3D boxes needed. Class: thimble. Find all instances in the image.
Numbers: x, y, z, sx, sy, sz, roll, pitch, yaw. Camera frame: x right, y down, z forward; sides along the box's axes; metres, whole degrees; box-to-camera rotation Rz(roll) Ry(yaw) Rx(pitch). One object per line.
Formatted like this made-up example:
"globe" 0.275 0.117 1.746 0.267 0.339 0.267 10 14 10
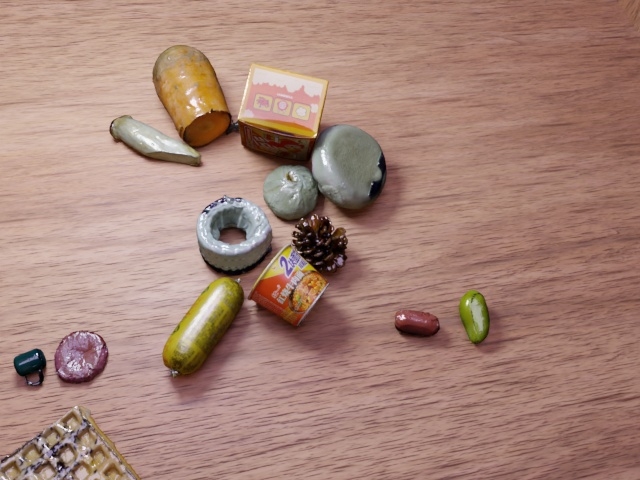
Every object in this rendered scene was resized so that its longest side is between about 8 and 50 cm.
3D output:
"thimble" -0.264 -0.014 1.816 0.237 0.150 0.238 4 59 -6

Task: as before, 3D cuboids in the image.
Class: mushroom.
"mushroom" -0.572 -0.334 2.010 0.333 0.087 0.107 29 60 8

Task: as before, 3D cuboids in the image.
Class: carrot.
"carrot" -0.451 -0.514 2.051 0.224 0.224 0.341 -22 69 -18

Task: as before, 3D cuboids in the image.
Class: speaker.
"speaker" -0.788 0.347 1.594 0.075 0.060 0.095 -23 65 -17

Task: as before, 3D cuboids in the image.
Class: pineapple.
"pineapple" -0.293 -0.415 2.114 0.124 0.058 0.058 -24 64 -4

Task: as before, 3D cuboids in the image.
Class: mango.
"mango" 0.471 0.235 1.798 0.091 0.074 0.165 6 70 -8

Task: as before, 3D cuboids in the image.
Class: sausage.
"sausage" 0.291 0.249 1.767 0.141 0.076 0.076 9 59 0
"sausage" -0.330 0.239 1.673 0.123 0.123 0.347 28 60 10

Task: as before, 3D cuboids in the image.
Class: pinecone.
"pinecone" -0.002 0.003 1.822 0.150 0.195 0.179 -44 38 17

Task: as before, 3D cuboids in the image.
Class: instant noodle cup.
"instant noodle cup" -0.085 0.142 1.725 0.174 0.213 0.213 37 62 4

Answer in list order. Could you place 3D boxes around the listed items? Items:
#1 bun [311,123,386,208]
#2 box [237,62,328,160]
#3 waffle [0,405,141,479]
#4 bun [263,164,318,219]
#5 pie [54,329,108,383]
"bun" 0.074 -0.236 1.967 0.293 0.187 0.293 14 64 -32
"box" -0.128 -0.415 1.957 0.259 0.283 0.214 11 81 -3
"waffle" -0.581 0.618 1.427 0.261 0.114 0.376 -38 70 -24
"bun" -0.098 -0.168 1.945 0.195 0.118 0.196 3 62 -7
"pie" -0.670 0.323 1.635 0.153 0.038 0.154 3 62 -5
